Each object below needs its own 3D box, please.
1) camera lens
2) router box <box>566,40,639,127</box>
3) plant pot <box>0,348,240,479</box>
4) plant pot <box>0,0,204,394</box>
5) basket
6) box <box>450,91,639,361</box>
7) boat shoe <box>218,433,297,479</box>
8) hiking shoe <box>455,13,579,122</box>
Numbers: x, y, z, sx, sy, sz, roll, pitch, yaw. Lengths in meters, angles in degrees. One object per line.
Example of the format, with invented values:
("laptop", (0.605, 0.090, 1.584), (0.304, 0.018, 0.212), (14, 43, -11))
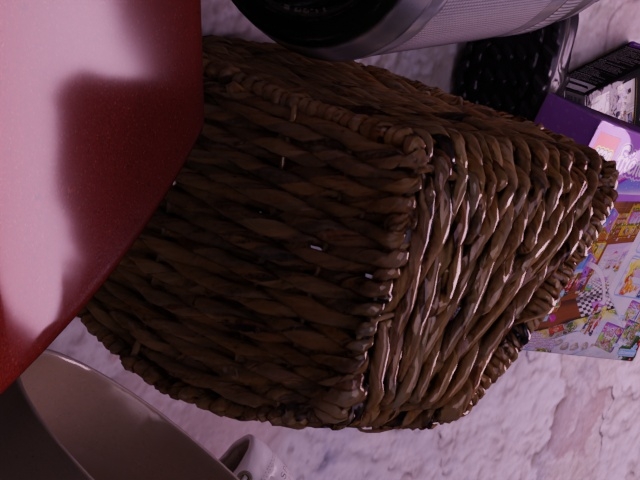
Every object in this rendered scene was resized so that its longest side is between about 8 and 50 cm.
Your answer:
("camera lens", (0.071, -0.236, 1.130), (0.274, 0.219, 0.219), (-14, 119, -45))
("router box", (0.256, -0.074, 1.565), (0.133, 0.046, 0.179), (-27, 127, -40))
("plant pot", (-0.178, 0.253, 1.092), (0.274, 0.256, 0.256), (-50, 141, 4))
("plant pot", (-0.200, -0.111, 0.868), (0.236, 0.267, 0.267), (-35, 133, -49))
("basket", (0.000, 0.000, 1.099), (0.223, 0.299, 0.213), (1, 107, -49))
("box", (0.232, -0.002, 1.472), (0.293, 0.057, 0.201), (11, 108, -57))
("boat shoe", (-0.133, 0.245, 1.247), (0.277, 0.098, 0.096), (-40, 109, -19))
("hiking shoe", (0.165, -0.107, 1.428), (0.114, 0.086, 0.227), (-16, 129, -54))
